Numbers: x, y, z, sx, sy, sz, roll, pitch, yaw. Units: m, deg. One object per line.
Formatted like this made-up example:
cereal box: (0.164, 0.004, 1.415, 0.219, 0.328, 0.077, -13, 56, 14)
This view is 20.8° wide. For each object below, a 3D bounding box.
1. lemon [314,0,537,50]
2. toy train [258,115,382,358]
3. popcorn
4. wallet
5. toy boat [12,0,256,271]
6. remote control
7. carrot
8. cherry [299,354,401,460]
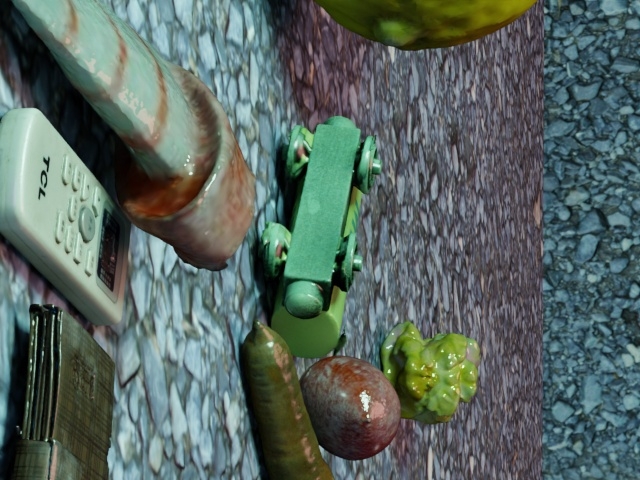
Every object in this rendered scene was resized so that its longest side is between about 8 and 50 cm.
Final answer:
lemon: (0.110, -0.352, 1.732, 0.364, 0.364, 0.364, -3, 90, -76)
toy train: (0.000, 0.000, 1.736, 0.157, 0.105, 0.253, 92, 6, -48)
popcorn: (0.135, 0.167, 2.160, 0.145, 0.126, 0.125, -139, -124, -71)
wallet: (-0.169, 0.166, 1.122, 0.124, 0.042, 0.230, 64, 28, -64)
toy boat: (-0.149, -0.116, 1.198, 0.282, 0.096, 0.206, 48, 19, -45)
remote control: (-0.172, -0.014, 1.174, 0.190, 0.029, 0.087, 59, 31, -61)
carrot: (-0.020, 0.218, 1.652, 0.070, 0.070, 0.342, -66, 149, -60)
cherry: (0.013, 0.159, 1.715, 0.107, 0.090, 0.225, 46, -14, -15)
